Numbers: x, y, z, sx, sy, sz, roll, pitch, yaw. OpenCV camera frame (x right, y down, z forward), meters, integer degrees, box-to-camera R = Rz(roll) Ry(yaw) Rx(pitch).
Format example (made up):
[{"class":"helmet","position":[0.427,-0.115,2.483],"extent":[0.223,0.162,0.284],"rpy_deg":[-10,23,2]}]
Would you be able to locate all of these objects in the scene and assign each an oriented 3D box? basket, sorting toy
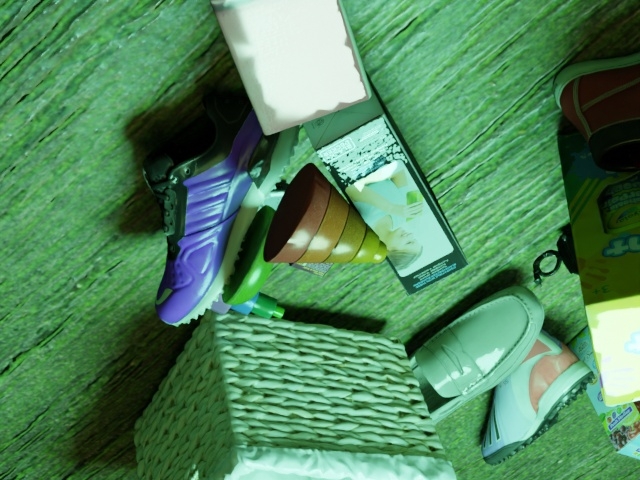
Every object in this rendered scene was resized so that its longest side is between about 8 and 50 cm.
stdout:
[{"class":"basket","position":[-0.048,0.296,1.897],"extent":[0.331,0.266,0.328],"rpy_deg":[11,135,-26]},{"class":"sorting toy","position":[-0.029,0.030,1.651],"extent":[0.126,0.127,0.365],"rpy_deg":[24,154,-14]}]

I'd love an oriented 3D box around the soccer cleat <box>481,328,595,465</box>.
[{"class":"soccer cleat","position":[0.305,0.239,2.121],"extent":[0.109,0.116,0.318],"rpy_deg":[-31,162,-29]}]

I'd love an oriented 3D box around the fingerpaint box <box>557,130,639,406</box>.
[{"class":"fingerpaint box","position":[0.521,-0.018,1.642],"extent":[0.445,0.371,0.163],"rpy_deg":[-11,123,12]}]

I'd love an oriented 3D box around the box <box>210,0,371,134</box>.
[{"class":"box","position":[-0.046,-0.251,1.446],"extent":[0.127,0.148,0.232],"rpy_deg":[-20,136,2]}]

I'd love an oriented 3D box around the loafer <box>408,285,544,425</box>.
[{"class":"loafer","position":[0.188,0.183,1.985],"extent":[0.319,0.112,0.111],"rpy_deg":[-48,162,28]}]

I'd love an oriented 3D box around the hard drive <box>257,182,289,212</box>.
[{"class":"hard drive","position":[-0.111,-0.030,1.740],"extent":[0.135,0.022,0.094],"rpy_deg":[-2,135,-17]}]

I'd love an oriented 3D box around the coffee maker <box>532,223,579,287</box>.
[{"class":"coffee maker","position":[0.409,0.042,1.947],"extent":[0.171,0.120,0.178],"rpy_deg":[-13,141,29]}]

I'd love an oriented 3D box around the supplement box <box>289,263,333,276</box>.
[{"class":"supplement box","position":[0.000,0.000,1.795],"extent":[0.055,0.043,0.083],"rpy_deg":[19,124,-34]}]

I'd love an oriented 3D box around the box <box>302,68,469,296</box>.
[{"class":"box","position":[0.065,-0.086,1.642],"extent":[0.087,0.169,0.290],"rpy_deg":[-28,135,6]}]

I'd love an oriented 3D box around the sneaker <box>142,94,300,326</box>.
[{"class":"sneaker","position":[-0.152,-0.045,1.640],"extent":[0.146,0.102,0.293],"rpy_deg":[23,105,-22]}]

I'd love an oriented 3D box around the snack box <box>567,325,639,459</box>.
[{"class":"snack box","position":[0.477,0.236,2.082],"extent":[0.174,0.207,0.070],"rpy_deg":[21,124,-34]}]

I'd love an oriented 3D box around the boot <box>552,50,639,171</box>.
[{"class":"boot","position":[0.425,-0.160,1.686],"extent":[0.244,0.176,0.088],"rpy_deg":[-16,135,-5]}]
